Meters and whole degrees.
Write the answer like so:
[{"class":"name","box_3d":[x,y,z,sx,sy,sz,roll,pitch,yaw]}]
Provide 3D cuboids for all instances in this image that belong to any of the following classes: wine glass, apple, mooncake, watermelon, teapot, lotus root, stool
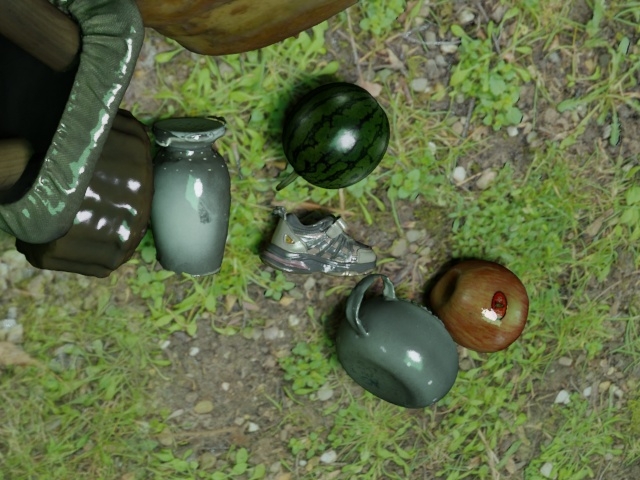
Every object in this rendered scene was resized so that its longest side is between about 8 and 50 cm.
[{"class":"wine glass","box_3d":[-0.175,-0.060,1.282,0.111,0.111,0.205,-4,112,-19]},{"class":"apple","box_3d":[0.244,0.099,1.487,0.130,0.146,0.146,20,104,-21]},{"class":"mooncake","box_3d":[-0.287,-0.065,1.179,0.124,0.228,0.228,13,107,-36]},{"class":"watermelon","box_3d":[0.007,-0.127,1.308,0.140,0.141,0.187,38,103,-29]},{"class":"teapot","box_3d":[0.119,0.162,1.448,0.129,0.193,0.294,-54,132,-26]},{"class":"lotus root","box_3d":[-0.119,-0.370,1.114,0.250,0.316,0.316,-29,120,14]},{"class":"stool","box_3d":[-0.389,-0.180,1.011,0.226,0.310,0.311,3,112,-62]}]

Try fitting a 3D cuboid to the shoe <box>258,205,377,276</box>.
[{"class":"shoe","box_3d":[0.000,0.000,1.394,0.180,0.089,0.092,4,98,-24]}]
